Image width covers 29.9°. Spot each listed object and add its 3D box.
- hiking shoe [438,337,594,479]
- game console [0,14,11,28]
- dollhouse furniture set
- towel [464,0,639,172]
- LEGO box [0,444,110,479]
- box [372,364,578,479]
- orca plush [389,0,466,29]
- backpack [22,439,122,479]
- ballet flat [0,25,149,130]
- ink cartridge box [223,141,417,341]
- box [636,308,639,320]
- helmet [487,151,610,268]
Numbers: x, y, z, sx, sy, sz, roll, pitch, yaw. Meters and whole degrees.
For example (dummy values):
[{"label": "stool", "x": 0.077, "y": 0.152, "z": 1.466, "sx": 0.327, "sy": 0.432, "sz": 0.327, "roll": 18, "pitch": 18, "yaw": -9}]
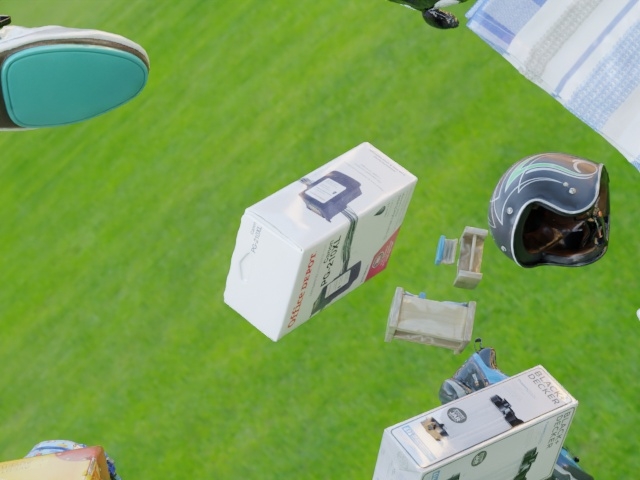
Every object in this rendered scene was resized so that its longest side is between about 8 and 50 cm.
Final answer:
[{"label": "hiking shoe", "x": 0.348, "y": 0.301, "z": 1.995, "sx": 0.132, "sy": 0.304, "sz": 0.113, "roll": -49, "pitch": -4, "yaw": -16}, {"label": "game console", "x": -0.533, "y": -0.336, "z": 1.700, "sx": 0.144, "sy": 0.085, "sz": 0.124, "roll": 7, "pitch": 27, "yaw": 19}, {"label": "dollhouse furniture set", "x": 0.186, "y": 0.076, "z": 1.944, "sx": 0.129, "sy": 0.129, "sz": 0.183, "roll": 97, "pitch": -176, "yaw": -73}, {"label": "towel", "x": 0.326, "y": -0.229, "z": 1.309, "sx": 0.209, "sy": 0.285, "sz": 0.034, "roll": -50, "pitch": 12, "yaw": 18}, {"label": "LEGO box", "x": -0.483, "y": 0.420, "z": 1.338, "sx": 0.500, "sy": 0.193, "sz": 0.372, "roll": -10, "pitch": 12, "yaw": -2}, {"label": "box", "x": 0.217, "y": 0.303, "z": 1.702, "sx": 0.290, "sy": 0.169, "sz": 0.087, "roll": -17, "pitch": 44, "yaw": -31}, {"label": "orca plush", "x": 0.136, "y": -0.311, "z": 1.457, "sx": 0.102, "sy": 0.151, "sz": 0.287, "roll": -24, "pitch": 41, "yaw": -33}, {"label": "backpack", "x": -0.423, "y": 0.393, "z": 1.987, "sx": 0.158, "sy": 0.173, "sz": 0.117, "roll": -3, "pitch": 41, "yaw": 22}, {"label": "ballet flat", "x": -0.407, "y": -0.194, "z": 1.448, "sx": 0.400, "sy": 0.139, "sz": 0.139, "roll": -21, "pitch": 15, "yaw": -25}, {"label": "ink cartridge box", "x": 0.000, "y": 0.000, "z": 1.557, "sx": 0.237, "sy": 0.100, "sz": 0.172, "roll": -32, "pitch": -30, "yaw": -41}, {"label": "box", "x": 0.456, "y": 0.102, "z": 1.222, "sx": 0.182, "sy": 0.181, "sz": 0.119, "roll": -34, "pitch": -10, "yaw": 36}, {"label": "helmet", "x": 0.318, "y": -0.043, "z": 1.686, "sx": 0.162, "sy": 0.169, "sz": 0.169, "roll": 0, "pitch": 42, "yaw": 22}]
